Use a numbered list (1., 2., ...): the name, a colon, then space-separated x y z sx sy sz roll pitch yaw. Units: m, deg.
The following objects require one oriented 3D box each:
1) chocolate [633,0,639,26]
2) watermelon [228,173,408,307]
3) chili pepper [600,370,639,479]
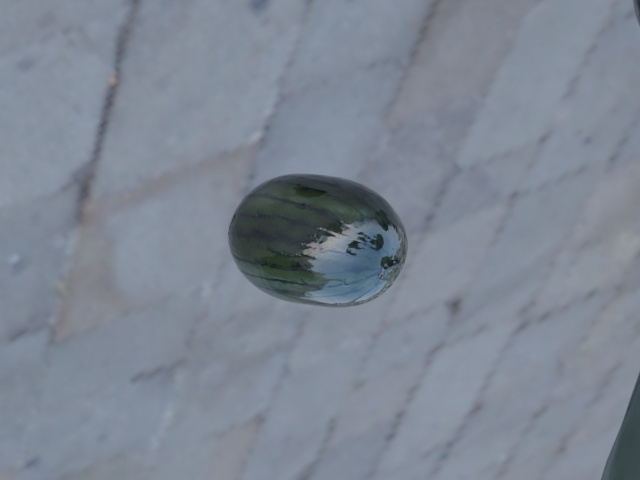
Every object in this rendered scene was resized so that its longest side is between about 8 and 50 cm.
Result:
1. chocolate: 0.249 -0.147 1.107 0.133 0.124 0.127 -18 112 -14
2. watermelon: 0.000 0.000 1.075 0.078 0.111 0.078 -16 109 -56
3. chili pepper: 0.168 0.077 0.400 0.233 0.256 0.248 7 151 7
